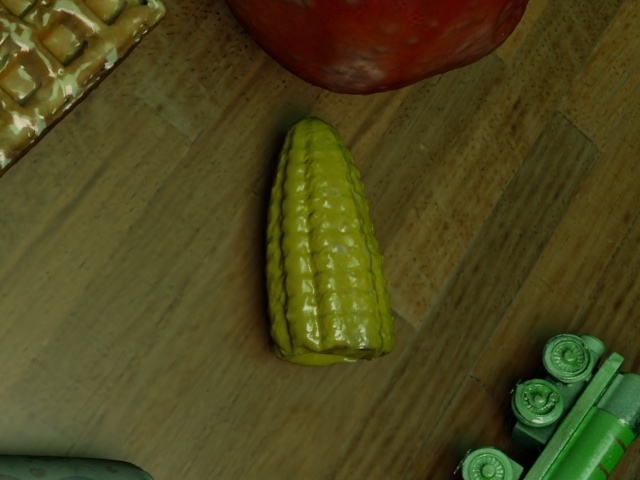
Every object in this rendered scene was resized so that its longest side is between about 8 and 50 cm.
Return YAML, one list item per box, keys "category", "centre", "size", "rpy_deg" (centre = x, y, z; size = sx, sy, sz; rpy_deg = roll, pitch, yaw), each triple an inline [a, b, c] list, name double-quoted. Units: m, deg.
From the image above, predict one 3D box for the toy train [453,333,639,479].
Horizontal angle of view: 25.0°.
- category: "toy train"
  centre: [0.186, 0.192, 1.200]
  size: [0.119, 0.085, 0.251]
  rpy_deg: [34, 71, 17]

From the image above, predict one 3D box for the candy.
- category: "candy"
  centre: [0.000, 0.000, 1.153]
  size: [0.106, 0.094, 0.199]
  rpy_deg: [7, 73, -59]

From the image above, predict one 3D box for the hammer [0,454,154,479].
- category: "hammer"
  centre: [-0.221, 0.318, 1.012]
  size: [0.206, 0.119, 0.336]
  rpy_deg: [8, 88, -24]

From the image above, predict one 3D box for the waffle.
- category: "waffle"
  centre: [-0.290, -0.136, 1.035]
  size: [0.213, 0.091, 0.308]
  rpy_deg: [47, 67, -13]

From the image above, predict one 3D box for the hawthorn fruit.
- category: "hawthorn fruit"
  centre: [0.042, -0.257, 1.069]
  size: [0.287, 0.330, 0.287]
  rpy_deg: [0, 87, 8]
